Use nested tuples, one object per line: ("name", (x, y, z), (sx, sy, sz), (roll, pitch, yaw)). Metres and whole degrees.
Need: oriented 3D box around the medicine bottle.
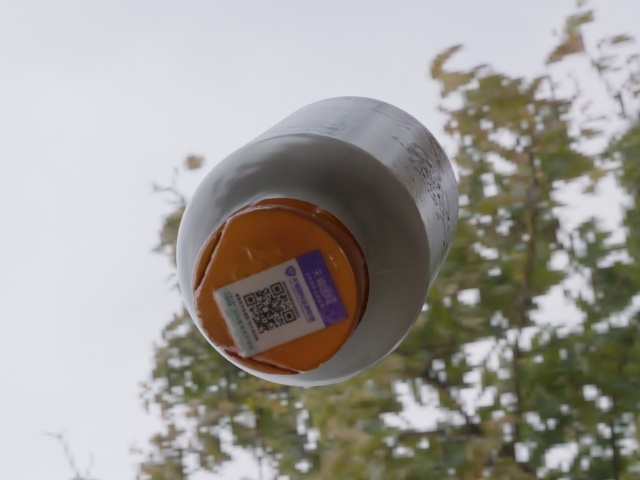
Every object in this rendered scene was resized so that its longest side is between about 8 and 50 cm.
("medicine bottle", (0.000, 0.000, 1.007), (0.288, 0.157, 0.157), (-51, -56, -74))
